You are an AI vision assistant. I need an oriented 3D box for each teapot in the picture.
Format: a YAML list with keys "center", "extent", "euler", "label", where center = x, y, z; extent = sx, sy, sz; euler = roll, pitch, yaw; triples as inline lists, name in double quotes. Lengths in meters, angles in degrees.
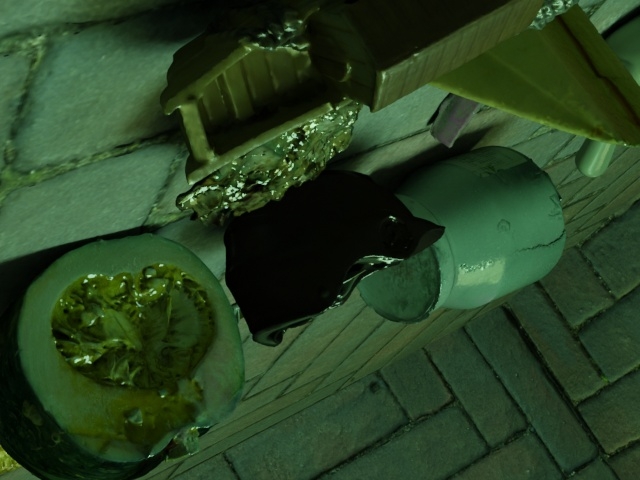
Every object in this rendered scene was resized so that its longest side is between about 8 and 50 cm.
- center: [0.507, -0.242, 1.700]
  extent: [0.220, 0.149, 0.318]
  euler: [-30, 165, -3]
  label: "teapot"

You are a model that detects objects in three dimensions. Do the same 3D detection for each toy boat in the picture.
- center: [0.061, -0.179, 0.897]
  extent: [0.446, 0.162, 0.135]
  euler: [-29, 125, -19]
  label: "toy boat"

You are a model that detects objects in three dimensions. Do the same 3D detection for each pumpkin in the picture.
- center: [-0.249, 0.157, 1.213]
  extent: [0.293, 0.263, 0.197]
  euler: [-14, 160, -45]
  label: "pumpkin"

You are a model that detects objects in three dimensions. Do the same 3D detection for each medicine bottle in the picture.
- center: [0.206, -0.004, 1.664]
  extent: [0.290, 0.245, 0.245]
  euler: [-21, 162, -41]
  label: "medicine bottle"

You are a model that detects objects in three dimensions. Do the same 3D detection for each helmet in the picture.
- center: [0.000, 0.000, 1.384]
  extent: [0.305, 0.177, 0.225]
  euler: [-32, 174, -33]
  label: "helmet"

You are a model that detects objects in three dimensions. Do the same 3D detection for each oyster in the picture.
- center: [-0.040, -0.100, 1.074]
  extent: [0.198, 0.092, 0.259]
  euler: [-48, 178, 23]
  label: "oyster"

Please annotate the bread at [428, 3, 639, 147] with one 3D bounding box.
- center: [0.236, -0.161, 1.176]
  extent: [0.168, 0.264, 0.163]
  euler: [-7, 150, -48]
  label: "bread"

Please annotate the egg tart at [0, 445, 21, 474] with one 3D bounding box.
- center: [-0.445, 0.259, 1.450]
  extent: [0.241, 0.106, 0.241]
  euler: [-28, 164, -9]
  label: "egg tart"

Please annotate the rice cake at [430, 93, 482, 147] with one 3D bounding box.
- center: [0.206, -0.195, 1.430]
  extent: [0.036, 0.047, 0.206]
  euler: [-31, 168, -34]
  label: "rice cake"

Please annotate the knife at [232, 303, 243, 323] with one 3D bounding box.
- center: [-0.140, 0.126, 1.808]
  extent: [0.343, 0.027, 0.061]
  euler: [-25, 160, -26]
  label: "knife"
